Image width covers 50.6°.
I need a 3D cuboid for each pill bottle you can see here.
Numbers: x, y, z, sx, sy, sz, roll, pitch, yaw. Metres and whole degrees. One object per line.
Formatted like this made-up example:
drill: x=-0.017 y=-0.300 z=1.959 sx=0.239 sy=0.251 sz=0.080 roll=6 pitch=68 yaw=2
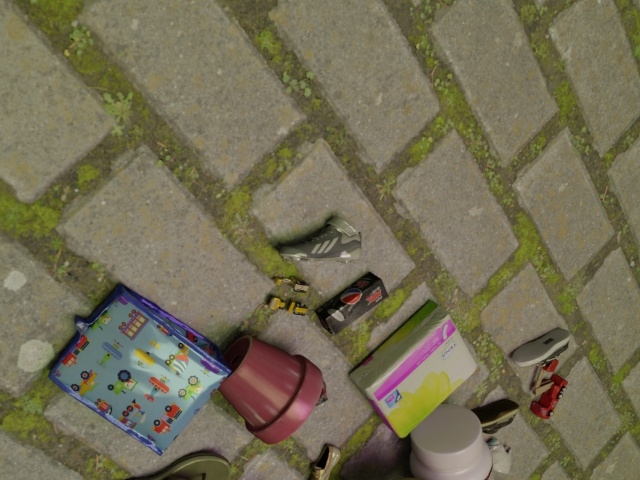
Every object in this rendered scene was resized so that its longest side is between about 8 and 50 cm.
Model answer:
pill bottle: x=0.366 y=0.659 z=1.858 sx=0.224 sy=0.224 sz=0.392 roll=-25 pitch=119 yaw=-21

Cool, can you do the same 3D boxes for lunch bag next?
lunch bag: x=-0.365 y=0.244 z=1.337 sx=0.293 sy=0.138 sz=0.221 roll=41 pitch=88 yaw=-26

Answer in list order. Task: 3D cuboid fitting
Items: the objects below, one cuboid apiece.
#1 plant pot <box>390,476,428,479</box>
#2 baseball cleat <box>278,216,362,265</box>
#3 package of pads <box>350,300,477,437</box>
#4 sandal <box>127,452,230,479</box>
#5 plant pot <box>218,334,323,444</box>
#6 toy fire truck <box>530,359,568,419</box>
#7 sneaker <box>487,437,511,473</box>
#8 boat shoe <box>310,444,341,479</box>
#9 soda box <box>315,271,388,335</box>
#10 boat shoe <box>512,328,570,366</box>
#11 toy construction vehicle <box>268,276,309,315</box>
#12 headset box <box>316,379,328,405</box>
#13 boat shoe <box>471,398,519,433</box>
plant pot: x=0.209 y=0.717 z=1.700 sx=0.284 sy=0.191 sz=0.284 roll=-1 pitch=93 yaw=-17
baseball cleat: x=0.000 y=0.000 z=1.497 sx=0.205 sy=0.072 sz=0.110 roll=3 pitch=90 yaw=-34
package of pads: x=0.249 y=0.336 z=1.741 sx=0.296 sy=0.101 sz=0.229 roll=-40 pitch=123 yaw=-11
sandal: x=-0.335 y=0.565 z=1.487 sx=0.302 sy=0.086 sz=0.120 roll=-14 pitch=115 yaw=-26
plant pot: x=-0.126 y=0.307 z=1.465 sx=0.180 sy=0.201 sz=0.201 roll=41 pitch=85 yaw=-19
toy fire truck: x=0.693 y=0.452 z=2.083 sx=0.135 sy=0.047 sz=0.192 roll=22 pitch=97 yaw=-34
sneaker: x=0.506 y=0.638 z=2.035 sx=0.212 sy=0.080 sz=0.094 roll=25 pitch=82 yaw=-41
boat shoe: x=0.000 y=0.581 z=1.720 sx=0.045 sy=0.050 sz=0.135 roll=36 pitch=78 yaw=-32
soda box: x=0.075 y=0.148 z=1.595 sx=0.169 sy=0.053 sz=0.060 roll=-35 pitch=122 yaw=-16
boat shoe: x=0.657 y=0.335 z=1.998 sx=0.219 sy=0.077 sz=0.070 roll=-20 pitch=116 yaw=-25
toy construction vehicle: x=-0.068 y=0.123 z=1.517 sx=0.098 sy=0.035 sz=0.086 roll=9 pitch=114 yaw=-30
headset box: x=-0.022 y=0.368 z=1.633 sx=0.083 sy=0.032 sz=0.062 roll=-23 pitch=119 yaw=-23
boat shoe: x=0.491 y=0.529 z=1.972 sx=0.223 sy=0.080 sz=0.073 roll=-11 pitch=108 yaw=-32
